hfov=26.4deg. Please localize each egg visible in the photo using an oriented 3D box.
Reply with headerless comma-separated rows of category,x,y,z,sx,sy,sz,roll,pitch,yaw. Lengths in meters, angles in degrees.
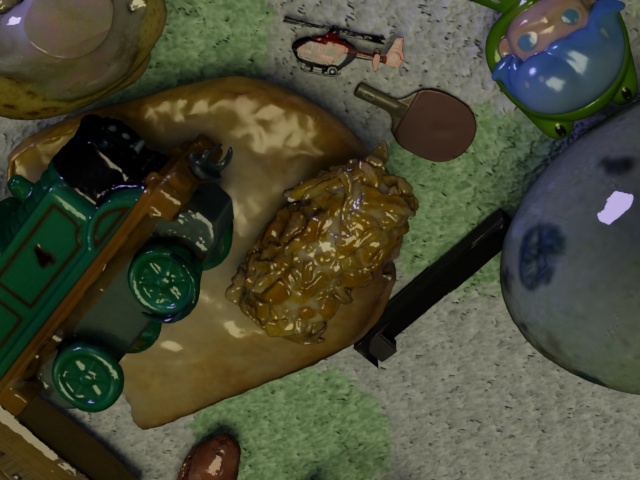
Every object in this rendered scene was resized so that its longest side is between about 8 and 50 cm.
egg,0.406,0.006,1.516,0.428,0.345,0.345,-15,117,16

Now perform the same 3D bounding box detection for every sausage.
sausage,-0.164,0.398,1.867,0.087,0.079,0.327,10,116,6

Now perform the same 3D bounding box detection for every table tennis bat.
table tennis bat,0.111,-0.148,1.621,0.156,0.013,0.087,23,117,-14

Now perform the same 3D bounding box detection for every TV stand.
TV stand,0.147,0.061,1.713,0.049,0.040,0.256,41,110,-19

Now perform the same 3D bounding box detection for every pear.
pear,-0.291,-0.255,1.446,0.271,0.271,0.271,0,118,0

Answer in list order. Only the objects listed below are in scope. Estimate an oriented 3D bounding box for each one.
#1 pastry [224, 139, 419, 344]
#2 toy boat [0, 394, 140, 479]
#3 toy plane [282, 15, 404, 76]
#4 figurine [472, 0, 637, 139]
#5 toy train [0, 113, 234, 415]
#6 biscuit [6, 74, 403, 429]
pastry,0.000,0.000,1.523,0.154,0.102,0.250,27,116,-17
toy boat,-0.373,0.283,1.801,0.321,0.089,0.121,42,122,-19
toy plane,0.025,-0.218,1.569,0.145,0.037,0.060,9,107,-1
figurine,0.245,-0.247,1.507,0.162,0.143,0.263,-30,97,6
toy train,-0.262,0.020,1.514,0.249,0.178,0.429,38,115,-6
biscuit,-0.125,-0.005,1.643,0.446,0.104,0.429,-22,116,14
